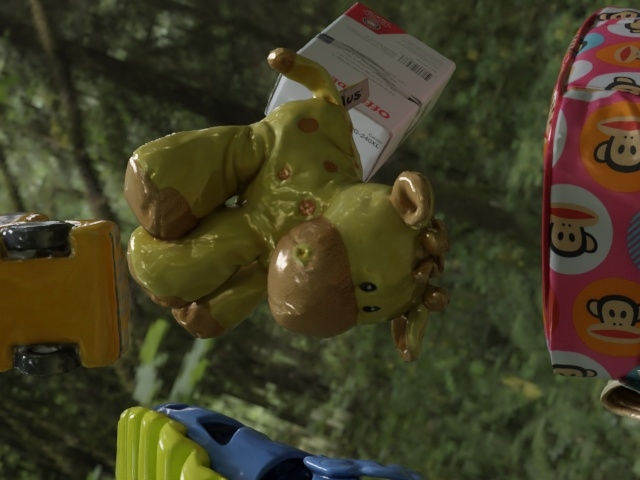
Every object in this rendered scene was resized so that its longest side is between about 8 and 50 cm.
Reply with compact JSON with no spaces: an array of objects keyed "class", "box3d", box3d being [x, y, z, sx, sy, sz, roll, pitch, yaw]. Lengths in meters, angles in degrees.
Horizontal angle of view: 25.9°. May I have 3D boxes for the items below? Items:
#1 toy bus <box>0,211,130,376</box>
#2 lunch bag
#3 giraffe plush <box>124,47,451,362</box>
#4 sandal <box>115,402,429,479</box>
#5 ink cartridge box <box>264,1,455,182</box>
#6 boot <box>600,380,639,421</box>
[{"class":"toy bus","box3d":[-0.309,0.041,1.046,0.130,0.333,0.108,-71,-23,-82]},{"class":"lunch bag","box3d":[0.235,-0.024,1.052,0.293,0.120,0.258,-55,-33,-57]},{"class":"giraffe plush","box3d":[0.000,0.000,0.891,0.210,0.170,0.181,-43,-39,-5]},{"class":"sandal","box3d":[-0.026,0.179,0.892,0.317,0.138,0.126,17,107,51]},{"class":"ink cartridge box","box3d":[0.036,-0.131,1.210,0.150,0.109,0.063,-48,-10,-50]},{"class":"boot","box3d":[0.485,0.139,1.764,0.203,0.095,0.262,-47,16,-27]}]
